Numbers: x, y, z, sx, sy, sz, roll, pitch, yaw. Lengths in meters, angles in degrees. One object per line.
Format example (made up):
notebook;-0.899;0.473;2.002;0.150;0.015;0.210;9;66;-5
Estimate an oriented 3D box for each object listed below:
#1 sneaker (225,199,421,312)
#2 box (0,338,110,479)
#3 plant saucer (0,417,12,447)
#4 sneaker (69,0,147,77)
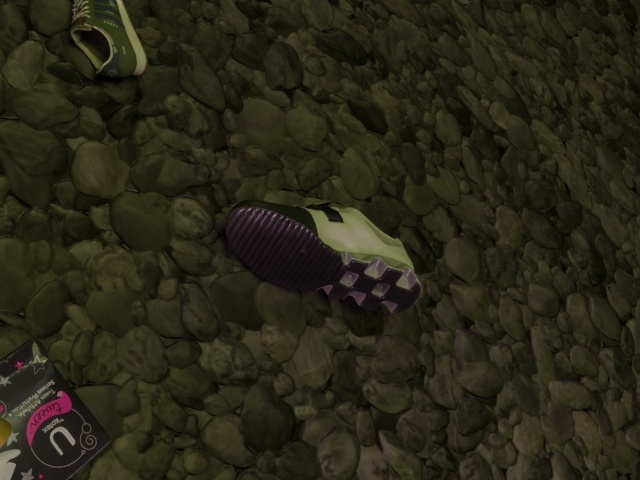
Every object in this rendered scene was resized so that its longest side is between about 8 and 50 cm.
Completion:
sneaker;0.000;0.000;1.259;0.330;0.122;0.146;24;37;-25
box;-0.366;0.238;0.800;0.142;0.163;0.247;55;47;-5
plant saucer;-0.491;0.170;0.652;0.333;0.332;0.081;-41;139;-43
sneaker;-0.334;-0.324;1.187;0.086;0.064;0.192;-27;88;-48
